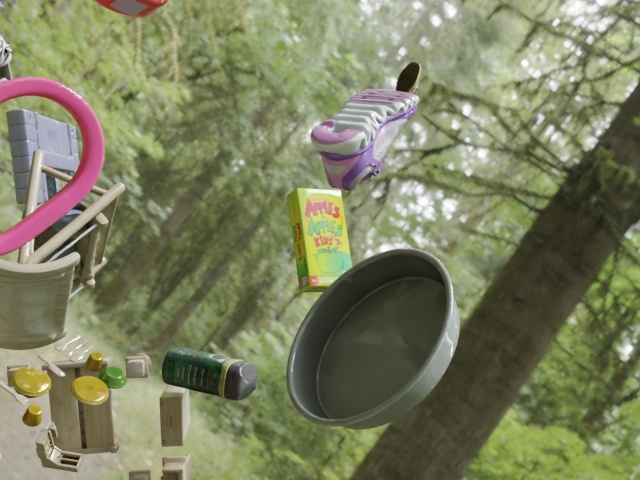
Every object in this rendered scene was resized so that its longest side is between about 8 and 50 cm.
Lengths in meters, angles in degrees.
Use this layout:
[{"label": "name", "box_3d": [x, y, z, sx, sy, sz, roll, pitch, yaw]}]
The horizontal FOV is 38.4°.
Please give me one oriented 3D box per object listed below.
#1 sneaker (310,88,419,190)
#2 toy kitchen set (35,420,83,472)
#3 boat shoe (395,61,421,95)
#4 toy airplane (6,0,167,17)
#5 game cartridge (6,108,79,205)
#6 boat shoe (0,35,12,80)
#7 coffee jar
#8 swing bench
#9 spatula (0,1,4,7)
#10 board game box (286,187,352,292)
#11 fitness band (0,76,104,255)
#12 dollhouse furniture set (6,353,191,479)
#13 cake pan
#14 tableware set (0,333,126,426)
[{"label": "sneaker", "box_3d": [0.068, -0.147, 1.342, 0.095, 0.236, 0.105, 10, -57, 31]}, {"label": "toy kitchen set", "box_3d": [-0.503, 0.395, 1.792, 0.075, 0.068, 0.083, 8, -46, 5]}, {"label": "boat shoe", "box_3d": [0.210, -0.368, 2.237, 0.050, 0.135, 0.045, 31, 12, 27]}, {"label": "toy airplane", "box_3d": [-0.430, -0.536, 1.447, 0.384, 0.273, 0.386, 16, -39, 3]}, {"label": "game cartridge", "box_3d": [-0.670, -0.189, 2.278, 0.355, 0.068, 0.230, -10, 90, -86]}, {"label": "boat shoe", "box_3d": [-0.751, -0.429, 2.097, 0.088, 0.096, 0.268, 20, -37, 1]}, {"label": "coffee jar", "box_3d": [-0.224, 0.272, 1.877, 0.184, 0.079, 0.096, 9, 3, 22]}, {"label": "swing bench", "box_3d": [-0.472, 0.035, 1.574, 0.165, 0.255, 0.253, 22, -39, -5]}, {"label": "spatula", "box_3d": [-0.411, -0.331, 1.102, 0.084, 0.030, 0.296, 43, -14, -18]}, {"label": "board game box", "box_3d": [0.000, 0.000, 1.635, 0.092, 0.181, 0.043, 1, -19, -29]}, {"label": "fitness band", "box_3d": [-0.446, -0.106, 1.310, 0.209, 0.291, 0.054, 55, -17, -20]}, {"label": "dollhouse furniture set", "box_3d": [-0.463, 0.393, 1.969, 0.355, 0.304, 0.174, -3, 3, -2]}, {"label": "cake pan", "box_3d": [0.078, 0.144, 1.314, 0.054, 0.293, 0.293, 43, -11, -32]}, {"label": "tableware set", "box_3d": [-0.319, 0.181, 1.152, 0.104, 0.024, 0.154, 35, 32, 13]}]
